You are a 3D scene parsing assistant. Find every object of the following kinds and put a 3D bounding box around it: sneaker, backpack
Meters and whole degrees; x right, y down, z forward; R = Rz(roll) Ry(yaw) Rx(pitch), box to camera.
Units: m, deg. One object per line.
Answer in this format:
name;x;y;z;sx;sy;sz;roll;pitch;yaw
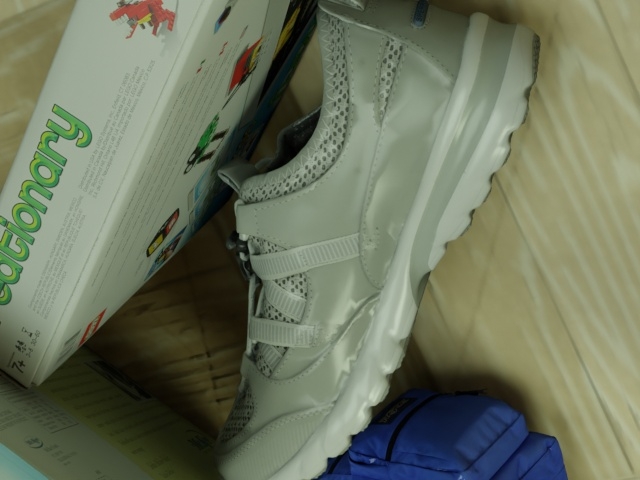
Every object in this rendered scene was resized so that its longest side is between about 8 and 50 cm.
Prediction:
sneaker;0.000;0.000;0.844;0.115;0.105;0.281;25;116;-1
backpack;0.056;0.127;0.901;0.120;0.098;0.101;1;113;42

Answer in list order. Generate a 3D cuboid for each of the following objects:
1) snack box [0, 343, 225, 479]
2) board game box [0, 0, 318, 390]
snack box;-0.143;0.093;0.862;0.187;0.322;0.060;36;92;6
board game box;-0.049;-0.093;0.762;0.053;0.193;0.305;34;128;6
